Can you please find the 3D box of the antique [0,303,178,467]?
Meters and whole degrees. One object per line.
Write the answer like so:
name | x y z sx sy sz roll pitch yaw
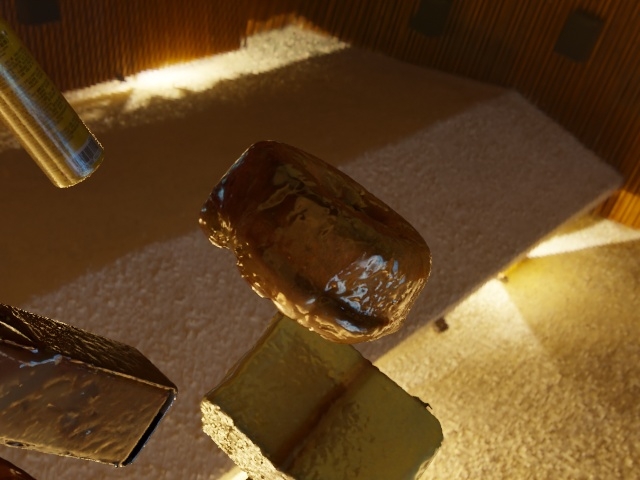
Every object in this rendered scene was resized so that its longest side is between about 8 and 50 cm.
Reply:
antique | -0.265 0.116 0.738 0.087 0.093 0.310 34 -179 38

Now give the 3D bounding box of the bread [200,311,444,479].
bread | -0.008 0.247 1.072 0.263 0.236 0.198 40 -121 13

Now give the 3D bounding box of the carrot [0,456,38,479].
carrot | -0.252 0.215 0.524 0.331 0.193 0.214 12 -163 29

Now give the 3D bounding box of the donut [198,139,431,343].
donut | 0.000 -0.001 0.824 0.227 0.113 0.226 33 -167 -9

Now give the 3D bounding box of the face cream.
face cream | -0.482 -0.243 1.363 0.105 0.348 0.105 -20 -142 16
